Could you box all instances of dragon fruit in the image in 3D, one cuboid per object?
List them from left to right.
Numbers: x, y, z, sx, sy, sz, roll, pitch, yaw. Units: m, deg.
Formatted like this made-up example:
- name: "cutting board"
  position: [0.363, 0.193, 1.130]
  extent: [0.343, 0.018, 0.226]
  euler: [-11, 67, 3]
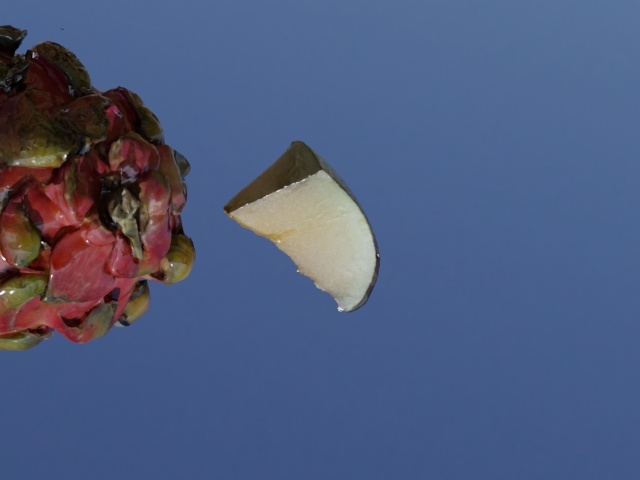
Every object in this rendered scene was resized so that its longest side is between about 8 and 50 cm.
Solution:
- name: "dragon fruit"
  position: [-0.239, -0.031, 1.588]
  extent: [0.291, 0.250, 0.269]
  euler: [12, 170, 11]

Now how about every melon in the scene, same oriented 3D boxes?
- name: "melon"
  position: [0.005, -0.006, 1.779]
  extent: [0.182, 0.098, 0.054]
  euler: [41, -164, -39]
